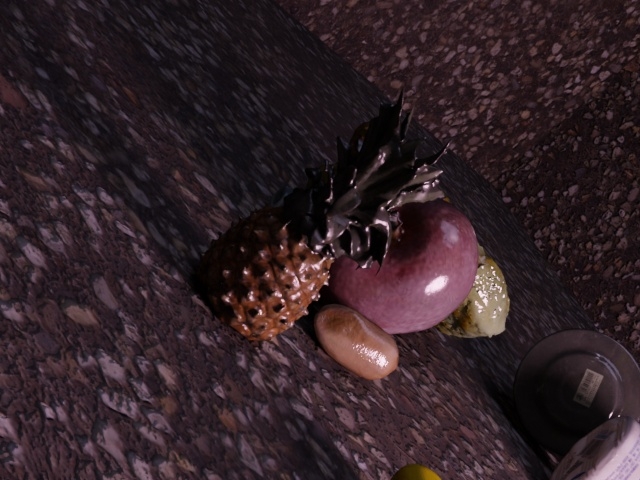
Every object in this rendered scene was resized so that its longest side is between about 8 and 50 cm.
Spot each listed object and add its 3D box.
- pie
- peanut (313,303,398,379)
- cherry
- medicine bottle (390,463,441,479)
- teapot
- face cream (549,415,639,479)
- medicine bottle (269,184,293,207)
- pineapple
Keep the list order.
[{"bbox_3d":[0.154,0.009,2.025,0.418,0.180,0.395,52,-9,2],"label":"pie"},{"bbox_3d":[0.049,0.144,1.624,0.152,0.076,0.076,37,18,-25],"label":"peanut"},{"bbox_3d":[0.104,0.037,1.732,0.307,0.261,0.221,85,7,-73],"label":"cherry"},{"bbox_3d":[0.121,0.377,1.231,0.309,0.076,0.111,-97,172,-55],"label":"medicine bottle"},{"bbox_3d":[0.520,0.325,2.201,0.321,0.239,0.239,46,1,14],"label":"teapot"},{"bbox_3d":[0.486,0.398,1.956,0.111,0.206,0.206,44,15,0],"label":"face cream"},{"bbox_3d":[0.000,0.000,1.890,0.208,0.054,0.090,46,13,-15],"label":"medicine bottle"},{"bbox_3d":[0.016,-0.022,1.398,0.165,0.364,0.165,45,21,-22],"label":"pineapple"}]
